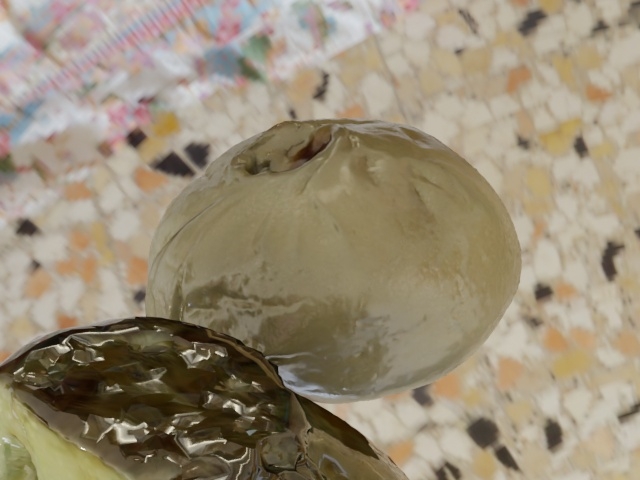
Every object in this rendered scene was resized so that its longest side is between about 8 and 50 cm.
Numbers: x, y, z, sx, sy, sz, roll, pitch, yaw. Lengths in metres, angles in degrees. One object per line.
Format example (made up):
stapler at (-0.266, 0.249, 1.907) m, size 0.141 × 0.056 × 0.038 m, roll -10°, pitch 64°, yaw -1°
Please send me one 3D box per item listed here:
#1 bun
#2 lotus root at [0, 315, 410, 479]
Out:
bun at (0.000, 0.000, 0.907) m, size 0.173 × 0.113 × 0.166 m, roll -26°, pitch 29°, yaw -23°
lotus root at (-0.051, 0.149, 0.791) m, size 0.267 × 0.149 × 0.260 m, roll 10°, pitch 119°, yaw 35°
